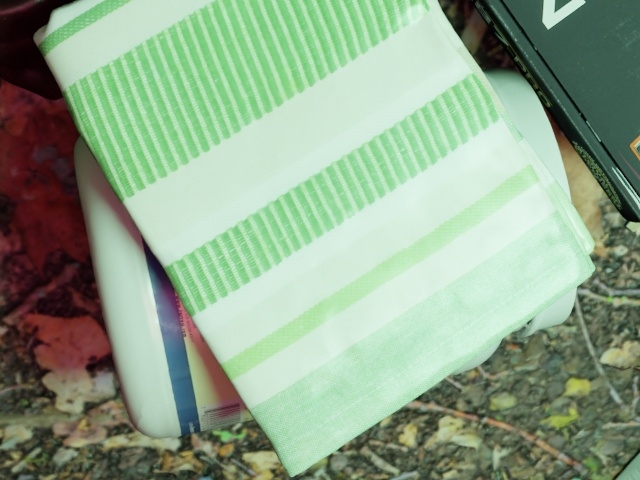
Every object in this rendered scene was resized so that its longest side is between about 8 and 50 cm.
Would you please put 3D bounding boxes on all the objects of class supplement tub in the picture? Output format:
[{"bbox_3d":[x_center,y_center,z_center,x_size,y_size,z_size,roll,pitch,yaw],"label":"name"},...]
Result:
[{"bbox_3d":[0.000,0.000,0.982,0.324,0.235,0.236,-12,118,-8],"label":"supplement tub"}]

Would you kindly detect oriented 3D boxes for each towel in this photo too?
[{"bbox_3d":[-0.001,-0.054,0.850,0.247,0.038,0.325,-32,92,-6],"label":"towel"}]

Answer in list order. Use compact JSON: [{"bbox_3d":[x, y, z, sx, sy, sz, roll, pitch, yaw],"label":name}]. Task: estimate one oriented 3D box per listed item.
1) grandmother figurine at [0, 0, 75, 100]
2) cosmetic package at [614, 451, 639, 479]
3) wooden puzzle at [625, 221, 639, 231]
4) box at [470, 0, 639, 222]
[{"bbox_3d":[-0.171,-0.166,0.922,0.342,0.104,0.208,-14,143,-12],"label":"grandmother figurine"},{"bbox_3d":[0.458,0.206,1.239,0.217,0.156,0.385,30,107,-23],"label":"cosmetic package"},{"bbox_3d":[0.302,-0.035,1.167,0.083,0.006,0.049,-28,119,1],"label":"wooden puzzle"},{"bbox_3d":[0.293,-0.250,0.941,0.395,0.097,0.318,-35,90,4],"label":"box"}]
